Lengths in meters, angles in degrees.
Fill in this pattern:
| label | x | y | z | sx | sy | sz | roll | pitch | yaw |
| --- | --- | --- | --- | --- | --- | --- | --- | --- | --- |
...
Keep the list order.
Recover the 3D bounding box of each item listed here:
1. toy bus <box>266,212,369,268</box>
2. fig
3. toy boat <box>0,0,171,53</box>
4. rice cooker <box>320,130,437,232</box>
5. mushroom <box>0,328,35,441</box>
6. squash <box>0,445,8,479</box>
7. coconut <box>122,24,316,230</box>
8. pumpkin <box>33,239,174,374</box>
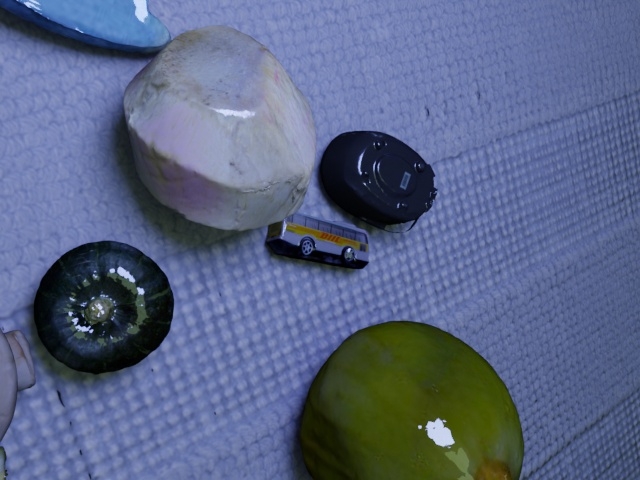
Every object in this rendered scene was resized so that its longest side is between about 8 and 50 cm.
| label | x | y | z | sx | sy | sz | roll | pitch | yaw |
| --- | --- | --- | --- | --- | --- | --- | --- | --- | --- |
| toy bus | 0.000 | 0.000 | 0.930 | 0.172 | 0.057 | 0.072 | 13 | 76 | -31 |
| fig | 0.145 | 0.286 | 0.863 | 0.343 | 0.343 | 0.343 | -1 | 93 | -31 |
| toy boat | -0.323 | -0.363 | 0.706 | 0.330 | 0.123 | 0.215 | 11 | 94 | -42 |
| rice cooker | 0.098 | -0.098 | 0.948 | 0.203 | 0.118 | 0.142 | 26 | 78 | -26 |
| mushroom | -0.405 | 0.150 | 0.635 | 0.204 | 0.204 | 0.204 | -1 | 93 | -31 |
| squash | -0.437 | 0.425 | 0.698 | 0.111 | 0.203 | 0.289 | 0 | 127 | -32 |
| coconut | -0.125 | -0.131 | 0.754 | 0.259 | 0.259 | 0.259 | -1 | 93 | -31 |
| pumpkin | -0.270 | 0.086 | 0.730 | 0.167 | 0.125 | 0.167 | -9 | 108 | -31 |
